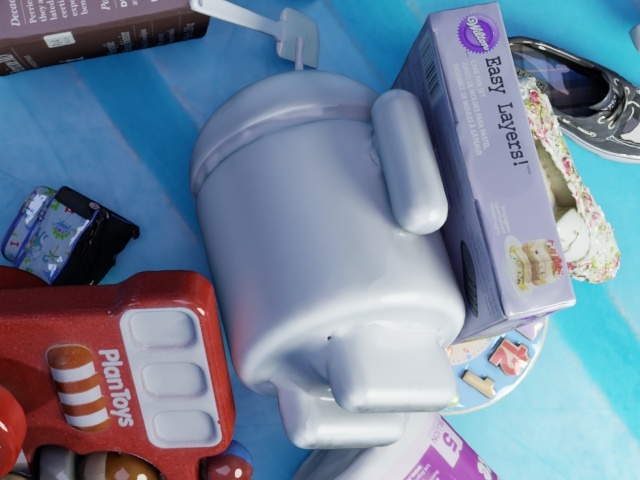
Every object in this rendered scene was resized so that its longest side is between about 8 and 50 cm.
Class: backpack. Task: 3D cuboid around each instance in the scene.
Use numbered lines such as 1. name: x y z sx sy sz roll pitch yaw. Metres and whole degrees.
1. backpack: -0.238 0.012 1.084 0.084 0.105 0.114 29 87 15

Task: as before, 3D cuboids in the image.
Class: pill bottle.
1. pill bottle: 0.123 0.295 1.103 0.169 0.169 0.301 -43 97 -5

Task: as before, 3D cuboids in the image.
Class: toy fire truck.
1. toy fire truck: -0.191 0.157 0.997 0.254 0.169 0.302 -2 126 7

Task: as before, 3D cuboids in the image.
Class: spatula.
1. spatula: -0.046 -0.252 1.051 0.019 0.242 0.168 10 93 25

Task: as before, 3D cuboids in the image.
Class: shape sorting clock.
1. shape sorting clock: 0.123 0.068 1.164 0.206 0.040 0.206 0 91 -8

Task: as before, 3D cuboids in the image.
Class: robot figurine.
1. robot figurine: 0.000 0.000 1.029 0.200 0.300 0.353 8 55 -39

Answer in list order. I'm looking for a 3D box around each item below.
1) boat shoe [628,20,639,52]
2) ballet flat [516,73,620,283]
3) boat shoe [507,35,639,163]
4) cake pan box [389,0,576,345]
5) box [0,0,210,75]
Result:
1. boat shoe: 0.470 -0.223 1.166 0.335 0.121 0.119 -20 89 -9
2. ballet flat: 0.209 -0.044 1.136 0.241 0.091 0.077 59 41 -17
3. boat shoe: 0.262 -0.141 1.162 0.229 0.076 0.080 27 87 -7
4. cake pan box: 0.126 -0.049 1.039 0.070 0.246 0.266 -12 79 -10
5. box: -0.212 -0.252 1.047 0.203 0.168 0.167 -12 93 -7
